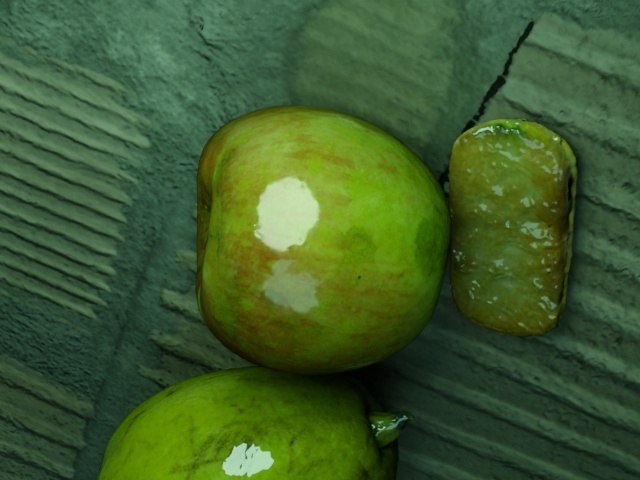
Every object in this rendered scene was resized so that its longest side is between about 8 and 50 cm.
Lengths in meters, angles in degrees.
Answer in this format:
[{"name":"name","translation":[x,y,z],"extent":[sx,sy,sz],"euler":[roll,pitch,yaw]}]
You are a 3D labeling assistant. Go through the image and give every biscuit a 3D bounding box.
[{"name":"biscuit","translation":[0.179,-0.008,1.248],"extent":[0.118,0.029,0.247],"euler":[10,128,17]}]

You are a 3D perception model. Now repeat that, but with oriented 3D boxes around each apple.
[{"name":"apple","translation":[0.000,0.000,1.208],"extent":[0.226,0.246,0.246],"euler":[4,129,-11]}]

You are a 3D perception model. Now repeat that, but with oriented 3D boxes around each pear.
[{"name":"pear","translation":[-0.067,0.259,1.371],"extent":[0.375,0.287,0.287],"euler":[-29,114,15]}]
